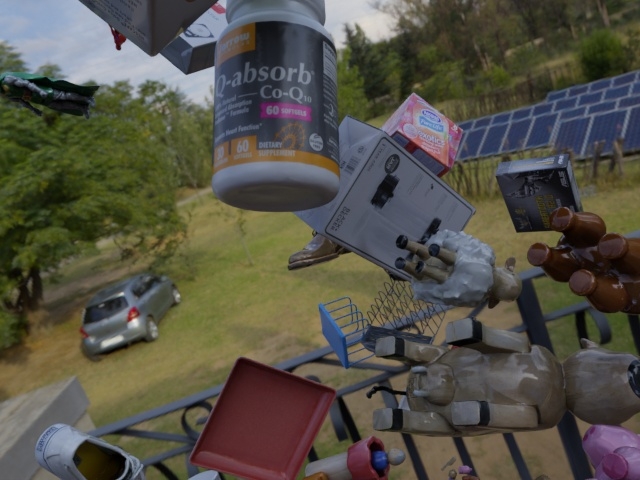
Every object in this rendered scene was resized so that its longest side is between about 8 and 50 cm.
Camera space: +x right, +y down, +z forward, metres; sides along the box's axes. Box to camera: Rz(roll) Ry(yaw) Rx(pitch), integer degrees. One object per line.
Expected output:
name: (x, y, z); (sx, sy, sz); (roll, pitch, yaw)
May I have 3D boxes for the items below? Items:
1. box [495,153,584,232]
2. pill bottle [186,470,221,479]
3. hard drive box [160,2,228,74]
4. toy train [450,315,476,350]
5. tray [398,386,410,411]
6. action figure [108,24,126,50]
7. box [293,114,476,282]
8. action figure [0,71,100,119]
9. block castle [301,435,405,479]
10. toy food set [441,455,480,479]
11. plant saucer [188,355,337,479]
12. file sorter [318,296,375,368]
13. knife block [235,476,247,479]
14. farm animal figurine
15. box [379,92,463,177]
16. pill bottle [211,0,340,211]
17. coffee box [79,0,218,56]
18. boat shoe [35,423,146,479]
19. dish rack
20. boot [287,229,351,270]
box: (0.602, -0.122, 1.448); (0.183, 0.231, 0.056); (-3, 45, 36)
pill bottle: (-0.246, 0.646, 1.202); (0.119, 0.209, 0.119); (-19, -1, 0)
hard drive box: (-0.330, -0.552, 1.410); (0.232, 0.181, 0.089); (-41, -12, -46)
toy train: (0.277, 0.226, 1.080); (0.027, 0.158, 0.036); (30, 13, 38)
tray: (0.313, 0.408, 1.451); (0.270, 0.145, 0.030); (0, 27, -37)
action figure: (-0.419, -0.447, 1.093); (0.030, 0.115, 0.038); (20, 42, 7)
box: (0.109, -0.047, 0.834); (0.087, 0.290, 0.169); (37, 98, 46)
action figure: (-0.650, -0.337, 1.226); (0.232, 0.064, 0.137); (4, -28, -39)
block castle: (0.047, 0.545, 0.825); (0.212, 0.303, 0.453); (-26, -4, 22)
toy food set: (0.374, 0.620, 1.364); (0.078, 0.122, 0.019); (-55, -12, 21)
plant saucer: (-0.128, 0.406, 1.191); (0.259, 0.258, 0.047); (-65, 21, 0)
file sorter: (0.078, 0.258, 1.525); (0.104, 0.118, 0.170); (-18, 32, -15)
knife block: (-0.225, 0.729, 1.653); (0.242, 0.276, 0.088); (14, -3, -7)
farm animal figurine: (0.186, 0.152, 0.456); (0.172, 0.331, 0.326); (19, -11, -30)
box: (0.177, -0.181, 1.263); (0.300, 0.154, 0.142); (-43, 17, 54)
pill bottle: (-0.057, -0.186, 0.680); (0.162, 0.279, 0.162); (-2, -11, 0)
coffee box: (-0.158, -0.443, 0.424); (0.338, 0.338, 0.334); (-54, 3, -25)
boat shoe: (-0.484, 0.545, 1.237); (0.156, 0.367, 0.136); (4, 46, 26)
dish rack: (0.213, 0.163, 1.301); (0.208, 0.074, 0.272); (3, 47, 40)
boot: (0.000, 0.000, 1.314); (0.112, 0.115, 0.305); (-13, 6, 30)
